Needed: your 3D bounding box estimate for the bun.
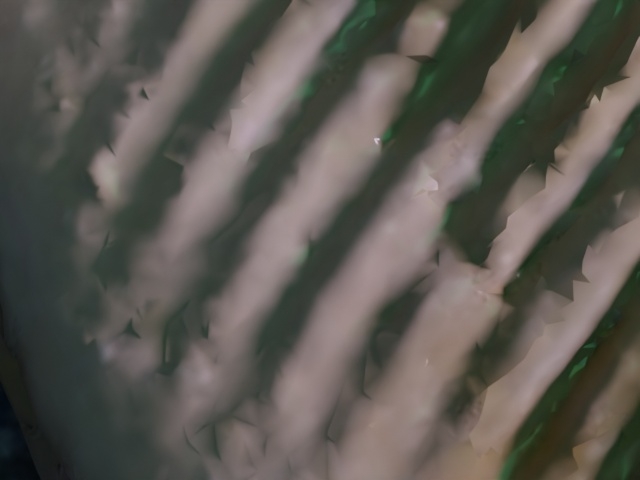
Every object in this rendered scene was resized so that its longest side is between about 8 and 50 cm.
[{"bbox_3d":[0.103,-0.028,0.449,0.365,0.219,0.365,-5,77,20],"label":"bun"}]
